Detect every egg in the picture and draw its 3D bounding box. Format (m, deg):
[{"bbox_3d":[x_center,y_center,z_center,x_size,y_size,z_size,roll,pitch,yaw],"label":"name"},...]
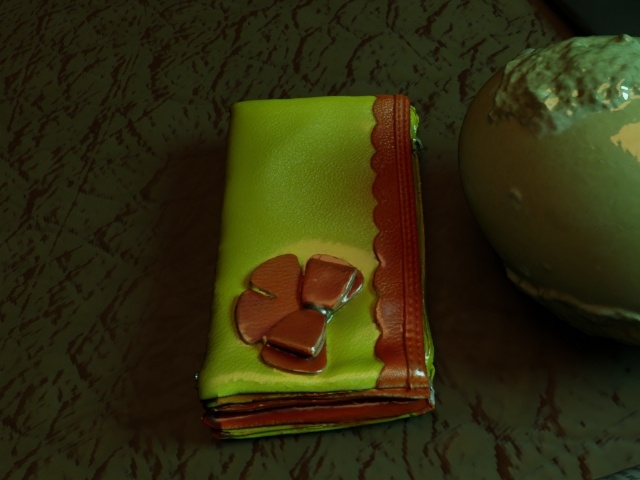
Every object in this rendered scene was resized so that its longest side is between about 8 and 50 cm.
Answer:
[{"bbox_3d":[0.167,-0.029,0.478,0.164,0.164,0.201,-41,57,-17],"label":"egg"}]

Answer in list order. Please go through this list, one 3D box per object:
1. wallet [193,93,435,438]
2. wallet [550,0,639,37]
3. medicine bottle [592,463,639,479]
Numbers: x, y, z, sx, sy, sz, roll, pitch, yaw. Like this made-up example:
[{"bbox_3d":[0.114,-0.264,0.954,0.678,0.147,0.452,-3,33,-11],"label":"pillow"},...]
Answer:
[{"bbox_3d":[0.000,0.000,0.550,0.141,0.067,0.241,-5,53,7],"label":"wallet"},{"bbox_3d":[0.244,-0.193,0.662,0.124,0.025,0.244,-23,53,-5],"label":"wallet"},{"bbox_3d":[0.127,0.173,0.338,0.289,0.157,0.157,-18,53,-1],"label":"medicine bottle"}]
